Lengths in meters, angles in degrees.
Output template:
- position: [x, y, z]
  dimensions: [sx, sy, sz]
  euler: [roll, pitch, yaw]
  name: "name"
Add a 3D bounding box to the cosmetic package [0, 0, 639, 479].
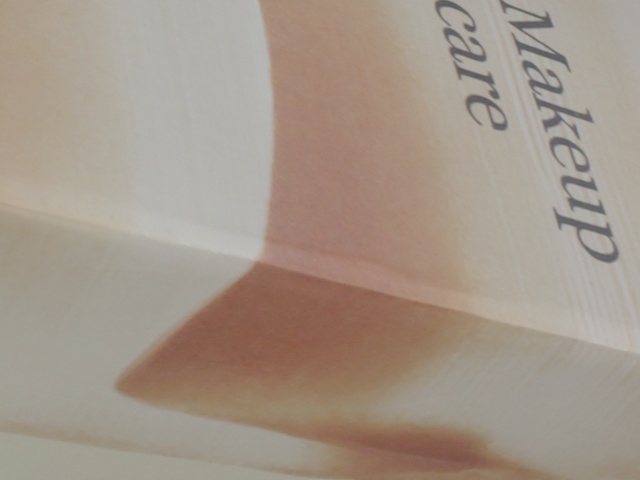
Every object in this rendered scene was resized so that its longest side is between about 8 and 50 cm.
- position: [0.000, 0.000, 0.434]
  dimensions: [0.296, 0.129, 0.153]
  euler: [13, 44, -33]
  name: "cosmetic package"
